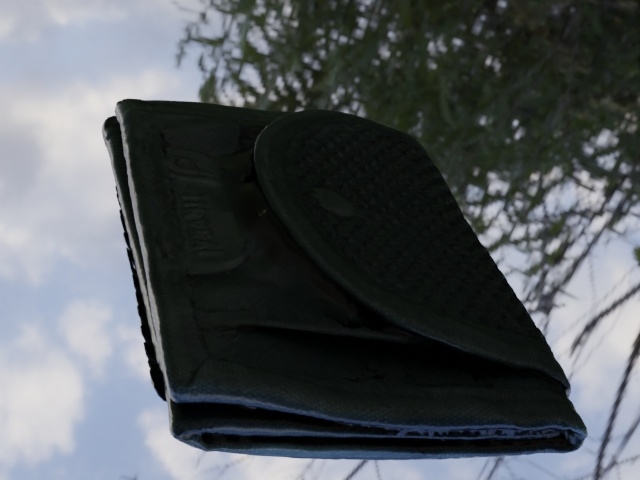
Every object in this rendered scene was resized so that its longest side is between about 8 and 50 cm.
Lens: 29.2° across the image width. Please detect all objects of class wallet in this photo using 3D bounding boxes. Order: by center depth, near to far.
[{"bbox_3d":[0.000,0.000,0.753,0.237,0.075,0.342,6,-150,-19],"label":"wallet"}]
